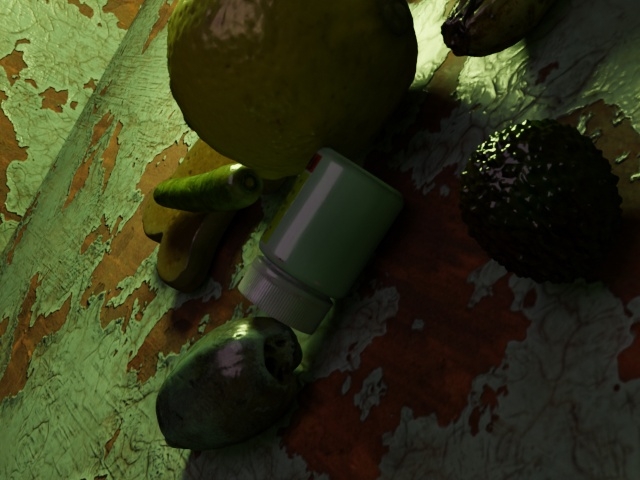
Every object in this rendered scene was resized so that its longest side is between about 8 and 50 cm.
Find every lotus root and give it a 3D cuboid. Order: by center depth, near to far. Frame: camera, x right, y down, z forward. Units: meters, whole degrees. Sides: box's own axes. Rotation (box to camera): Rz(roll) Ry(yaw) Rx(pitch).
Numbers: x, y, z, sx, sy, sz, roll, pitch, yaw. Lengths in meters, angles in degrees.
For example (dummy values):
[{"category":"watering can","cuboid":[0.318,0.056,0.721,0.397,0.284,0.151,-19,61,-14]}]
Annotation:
[{"category":"lotus root","cuboid":[0.259,-0.329,1.169,0.258,0.097,0.110,-49,37,4]},{"category":"lotus root","cuboid":[-0.151,0.211,1.272,0.322,0.140,0.158,-37,37,40]}]

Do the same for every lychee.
[{"category":"lychee","cuboid":[0.221,-0.037,0.909,0.171,0.171,0.171,-38,35,34]}]

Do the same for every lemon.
[{"category":"lemon","cuboid":[-0.033,-0.265,1.312,0.387,0.350,0.349,-12,52,36]}]

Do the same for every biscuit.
[{"category":"biscuit","cuboid":[-0.180,-0.107,1.677,0.394,0.076,0.368,-54,33,14]}]

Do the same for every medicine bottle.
[{"category":"medicine bottle","cuboid":[0.000,0.000,1.224,0.225,0.139,0.139,-58,29,4]}]

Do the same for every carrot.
[{"category":"carrot","cuboid":[-0.206,-0.081,1.556,0.359,0.074,0.074,-2,62,57]}]
